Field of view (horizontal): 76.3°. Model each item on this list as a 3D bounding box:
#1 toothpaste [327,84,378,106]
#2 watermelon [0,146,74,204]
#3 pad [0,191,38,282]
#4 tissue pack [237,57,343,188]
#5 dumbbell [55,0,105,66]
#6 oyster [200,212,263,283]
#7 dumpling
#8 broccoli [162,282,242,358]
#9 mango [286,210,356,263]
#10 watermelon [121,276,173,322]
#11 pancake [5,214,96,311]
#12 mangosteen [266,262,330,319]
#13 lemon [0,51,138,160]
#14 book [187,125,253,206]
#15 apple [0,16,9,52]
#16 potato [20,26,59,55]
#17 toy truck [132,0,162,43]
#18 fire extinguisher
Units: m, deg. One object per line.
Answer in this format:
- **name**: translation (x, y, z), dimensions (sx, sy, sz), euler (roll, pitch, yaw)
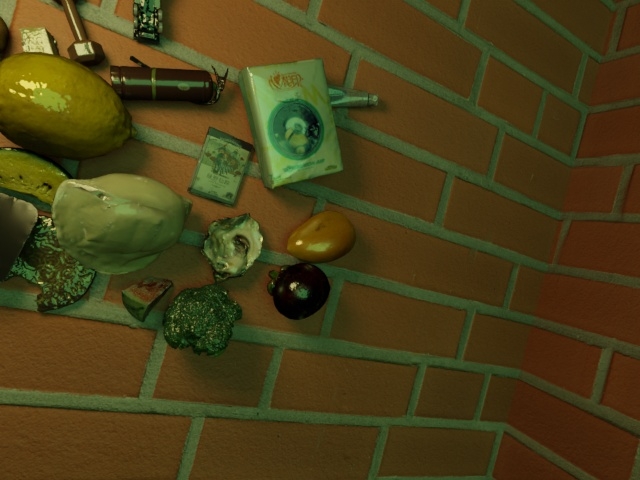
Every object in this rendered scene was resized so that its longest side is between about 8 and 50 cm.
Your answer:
- **toothpaste**: translation (0.102, -0.539, 1.536), dimensions (0.235, 0.057, 0.089), euler (-1, 94, -18)
- **watermelon**: translation (-0.786, -0.175, 1.123), dimensions (0.301, 0.123, 0.129), euler (28, 80, -31)
- **pad**: translation (-0.972, -0.072, 1.090), dimensions (0.376, 0.063, 0.314), euler (22, 74, -14)
- **tissue pack**: translation (-0.096, -0.397, 1.397), dimensions (0.288, 0.162, 0.387), euler (-17, 103, -22)
- **dumbbell**: translation (-0.689, -0.615, 1.144), dimensions (0.082, 0.092, 0.230), euler (-30, 110, -49)
- **oyster**: translation (-0.298, 0.020, 1.393), dimensions (0.223, 0.083, 0.214), euler (-25, 109, -24)
- **dumpling**: translation (-0.560, -0.036, 1.178), dimensions (0.395, 0.233, 0.315), euler (10, 104, -57)
- **broccoli**: translation (-0.369, 0.285, 1.323), dimensions (0.254, 0.269, 0.268), euler (-21, 104, -12)
- **mango**: translation (0.000, 0.000, 1.492), dimensions (0.257, 0.138, 0.187), euler (-32, 93, -28)
- **watermelon**: translation (-0.551, 0.167, 1.282), dimensions (0.098, 0.121, 0.158), euler (40, 74, -1)
- **pancake**: translation (-0.814, 0.068, 1.190), dimensions (0.289, 0.033, 0.285), euler (1, 97, -24)
- **mangosteen**: translation (-0.076, 0.170, 1.457), dimensions (0.216, 0.216, 0.215), euler (-3, 97, -24)
- **lemon**: translation (-0.684, -0.351, 1.081), dimensions (0.316, 0.286, 0.285), euler (-26, 107, -42)
- **book**: translation (-0.335, -0.247, 1.378), dimensions (0.158, 0.026, 0.231), euler (19, 88, -25)
- **apple**: translation (-0.882, -0.546, 1.052), dimensions (0.126, 0.102, 0.125), euler (-3, 98, -26)
- **potato**: translation (-0.774, -0.523, 1.128), dimensions (0.086, 0.061, 0.122), euler (-15, 101, -20)
- **toy truck**: translation (-0.516, -0.694, 1.214), dimensions (0.083, 0.092, 0.191), euler (0, 104, -24)
- **fire extinguisher**: translation (-0.452, -0.491, 1.253), dimensions (0.342, 0.105, 0.141), euler (-7, 100, -21)
